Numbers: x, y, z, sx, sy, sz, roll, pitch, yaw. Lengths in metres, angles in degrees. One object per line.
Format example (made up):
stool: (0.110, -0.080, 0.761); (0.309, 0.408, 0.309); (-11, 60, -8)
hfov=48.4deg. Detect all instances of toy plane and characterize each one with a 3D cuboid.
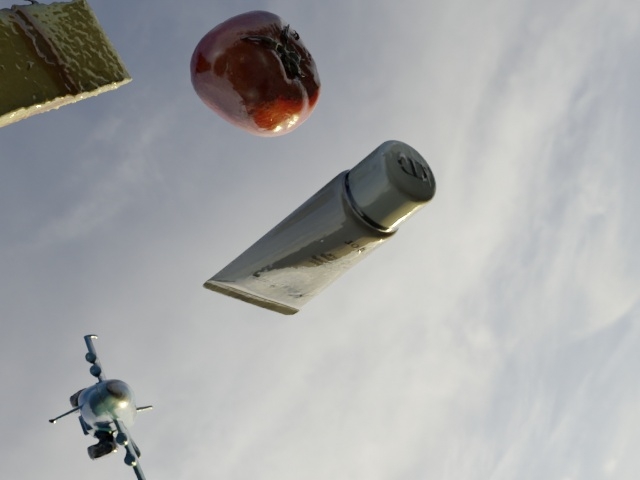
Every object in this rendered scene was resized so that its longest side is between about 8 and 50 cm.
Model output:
toy plane: (-0.295, 0.237, 0.990); (0.105, 0.254, 0.271); (-25, -17, -8)

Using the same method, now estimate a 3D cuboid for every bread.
bread: (-0.371, -0.206, 0.898); (0.266, 0.142, 0.178); (-44, -31, -52)

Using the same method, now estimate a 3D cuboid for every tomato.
tomato: (-0.093, -0.224, 0.992); (0.187, 0.151, 0.187); (44, -147, -39)

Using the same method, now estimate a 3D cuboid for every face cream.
face cream: (0.000, 0.000, 0.830); (0.143, 0.314, 0.089); (20, -130, -32)
